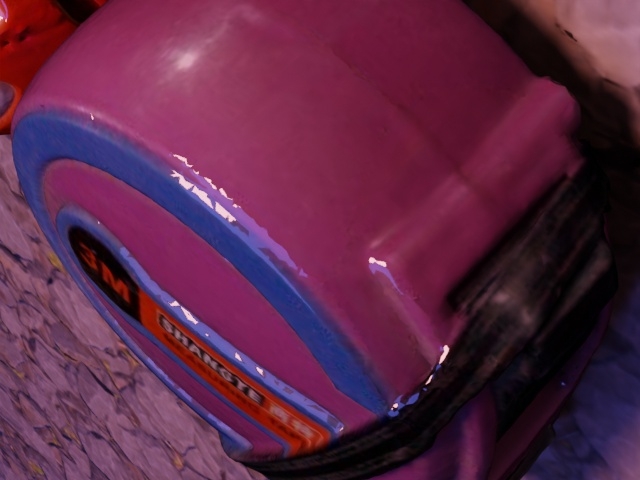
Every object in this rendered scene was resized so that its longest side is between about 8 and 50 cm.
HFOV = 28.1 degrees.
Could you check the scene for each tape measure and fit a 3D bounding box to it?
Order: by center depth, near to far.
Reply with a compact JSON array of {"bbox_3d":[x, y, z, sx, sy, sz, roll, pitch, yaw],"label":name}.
[{"bbox_3d":[0.000,0.000,0.502,0.231,0.149,0.245,41,156,15],"label":"tape measure"}]

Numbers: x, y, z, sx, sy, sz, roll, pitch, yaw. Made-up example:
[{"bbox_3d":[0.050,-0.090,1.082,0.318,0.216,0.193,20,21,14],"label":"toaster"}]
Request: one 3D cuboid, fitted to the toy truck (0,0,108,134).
[{"bbox_3d":[-0.211,-0.142,0.539,0.189,0.239,0.265,-5,119,57],"label":"toy truck"}]
